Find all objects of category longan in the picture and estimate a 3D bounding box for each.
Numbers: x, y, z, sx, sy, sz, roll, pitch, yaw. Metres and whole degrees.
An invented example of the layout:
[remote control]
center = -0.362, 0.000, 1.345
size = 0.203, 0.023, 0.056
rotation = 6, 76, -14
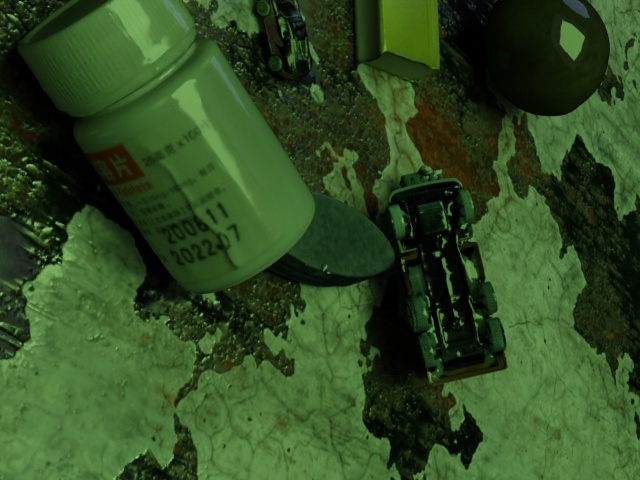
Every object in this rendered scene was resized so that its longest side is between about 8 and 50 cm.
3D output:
[longan]
center = 0.401, -0.344, 2.123
size = 0.248, 0.248, 0.248
rotation = 13, 72, -45

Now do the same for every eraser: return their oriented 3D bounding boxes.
[eraser]
center = 0.128, -0.385, 1.941
size = 0.158, 0.069, 0.226
rotation = 9, 75, -44

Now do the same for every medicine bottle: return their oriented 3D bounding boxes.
[medicine bottle]
center = -0.182, -0.134, 1.441
size = 0.371, 0.211, 0.211
rotation = 56, 46, -23

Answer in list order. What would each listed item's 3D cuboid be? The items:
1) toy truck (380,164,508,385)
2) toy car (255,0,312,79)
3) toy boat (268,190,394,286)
[toy truck]
center = 0.181, 0.049, 1.842
size = 0.133, 0.184, 0.338
rotation = -12, 84, -4
[toy car]
center = -0.049, -0.308, 1.741
size = 0.069, 0.055, 0.142
rotation = -18, 96, -51
[toy boat]
center = 0.000, 0.000, 1.709
size = 0.283, 0.078, 0.127
rotation = 19, 64, -43
